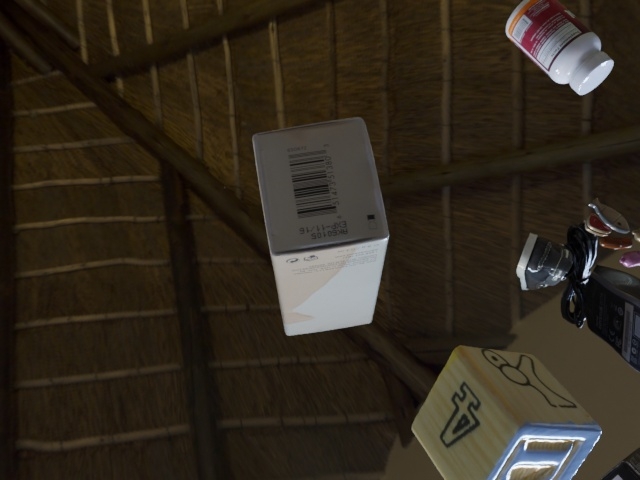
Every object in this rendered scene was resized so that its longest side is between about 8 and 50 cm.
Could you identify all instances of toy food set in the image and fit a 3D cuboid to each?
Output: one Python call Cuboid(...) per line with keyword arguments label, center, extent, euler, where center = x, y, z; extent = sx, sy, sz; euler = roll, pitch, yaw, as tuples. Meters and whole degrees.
Cuboid(label="toy food set", center=(0.392, -0.002, 1.008), extent=(0.122, 0.019, 0.078), euler=(38, -124, 11))

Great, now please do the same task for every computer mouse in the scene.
Cuboid(label="computer mouse", center=(0.468, 0.099, 1.192), extent=(0.072, 0.272, 0.189), euler=(-11, -60, -12))

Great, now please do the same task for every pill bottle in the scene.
Cuboid(label="pill bottle", center=(0.349, -0.285, 1.140), extent=(0.086, 0.086, 0.152), euler=(-36, -113, -3))

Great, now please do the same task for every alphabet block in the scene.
Cuboid(label="alphabet block", center=(0.302, 0.313, 1.298), extent=(0.192, 0.197, 0.193), euler=(12, -65, -30))

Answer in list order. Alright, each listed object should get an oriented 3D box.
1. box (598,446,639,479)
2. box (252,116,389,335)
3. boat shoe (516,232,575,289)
Cuboid(label="box", center=(0.478, 0.391, 1.097), extent=(0.180, 0.147, 0.077), euler=(48, -70, 25))
Cuboid(label="box", center=(0.000, 0.000, 0.922), extent=(0.121, 0.311, 0.148), euler=(-9, -113, -3))
Cuboid(label="boat shoe", center=(0.360, 0.044, 1.235), extent=(0.079, 0.233, 0.084), euler=(15, -93, 19))
